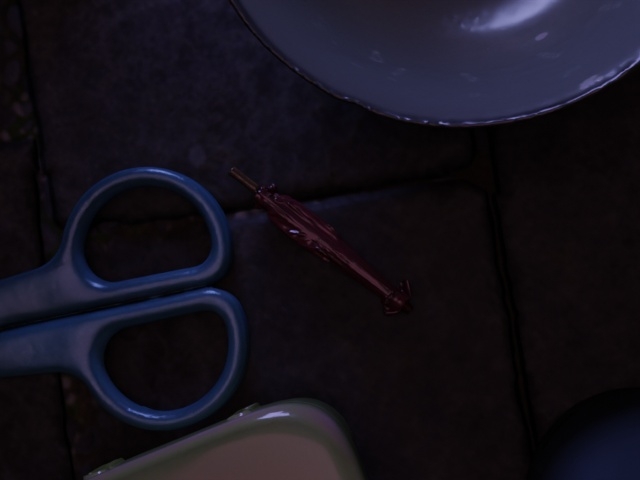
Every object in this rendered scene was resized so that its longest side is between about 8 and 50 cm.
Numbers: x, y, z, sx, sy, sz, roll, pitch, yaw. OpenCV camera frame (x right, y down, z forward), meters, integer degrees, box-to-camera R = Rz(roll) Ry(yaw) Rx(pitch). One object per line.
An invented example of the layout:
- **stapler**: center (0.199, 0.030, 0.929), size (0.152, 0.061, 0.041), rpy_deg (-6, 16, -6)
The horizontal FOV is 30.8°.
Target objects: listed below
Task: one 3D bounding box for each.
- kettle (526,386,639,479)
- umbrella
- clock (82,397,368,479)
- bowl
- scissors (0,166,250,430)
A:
- **kettle**: center (0.193, 0.197, 0.700), size (0.160, 0.243, 0.210), rpy_deg (45, 93, 6)
- **umbrella**: center (0.000, 0.000, 0.837), size (0.165, 0.027, 0.025), rpy_deg (38, 136, 5)
- **clock**: center (-0.046, 0.278, 0.791), size (0.235, 0.096, 0.308), rpy_deg (-22, 85, 3)
- **bowl**: center (0.094, -0.229, 0.775), size (0.337, 0.157, 0.337), rpy_deg (0, 86, 6)
- **scissors**: center (-0.277, 0.074, 0.857), size (0.447, 0.029, 0.192), rpy_deg (-12, 85, 4)
